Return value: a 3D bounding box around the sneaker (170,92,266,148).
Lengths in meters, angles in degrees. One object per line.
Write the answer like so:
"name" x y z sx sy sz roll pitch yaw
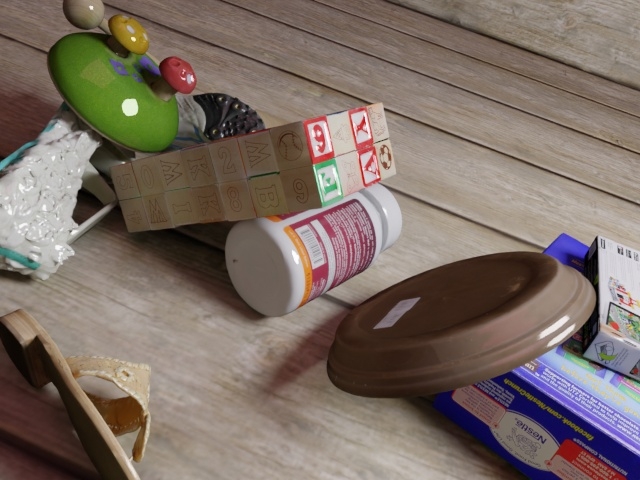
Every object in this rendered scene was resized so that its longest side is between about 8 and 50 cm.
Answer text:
"sneaker" -0.185 -0.174 0.882 0.237 0.086 0.085 13 74 17

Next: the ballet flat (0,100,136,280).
"ballet flat" -0.315 -0.095 0.744 0.147 0.147 0.408 13 38 -6

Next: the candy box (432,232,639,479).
"candy box" 0.324 0.150 0.661 0.268 0.122 0.317 34 39 25

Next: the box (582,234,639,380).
"box" 0.350 0.075 0.636 0.114 0.036 0.207 24 35 11

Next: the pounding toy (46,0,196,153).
"pounding toy" -0.238 -0.235 0.753 0.183 0.110 0.236 28 35 -45

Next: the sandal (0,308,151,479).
"sandal" -0.189 0.123 0.507 0.240 0.088 0.079 34 44 30

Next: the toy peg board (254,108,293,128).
"toy peg board" -0.035 -0.114 0.923 0.161 0.079 0.161 15 32 -31

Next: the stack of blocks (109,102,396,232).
"stack of blocks" -0.083 -0.085 0.697 0.297 0.087 0.171 -5 14 34

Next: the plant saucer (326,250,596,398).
"plant saucer" 0.131 0.073 0.598 0.278 0.041 0.278 -21 9 3

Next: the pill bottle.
"pill bottle" 0.000 0.000 0.726 0.121 0.121 0.221 38 40 26
